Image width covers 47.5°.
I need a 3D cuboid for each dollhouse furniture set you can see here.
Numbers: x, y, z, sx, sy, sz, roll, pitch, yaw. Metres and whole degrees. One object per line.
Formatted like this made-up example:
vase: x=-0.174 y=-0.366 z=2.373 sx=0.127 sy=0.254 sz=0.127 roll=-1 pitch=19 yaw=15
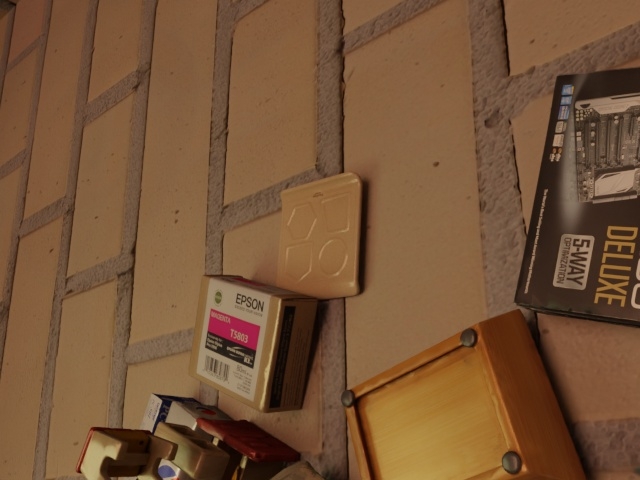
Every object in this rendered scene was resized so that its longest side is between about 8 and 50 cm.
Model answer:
dollhouse furniture set: x=-0.224 y=0.381 z=1.105 sx=0.152 sy=0.374 sz=0.201 roll=17 pitch=87 yaw=43

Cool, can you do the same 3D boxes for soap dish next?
soap dish: x=0.164 y=0.246 z=0.939 sx=0.291 sy=0.118 sz=0.229 roll=-35 pitch=54 yaw=34

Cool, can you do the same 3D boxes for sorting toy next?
sorting toy: x=0.000 y=0.000 z=1.258 sx=0.193 sy=0.038 sz=0.208 roll=-12 pitch=73 yaw=43

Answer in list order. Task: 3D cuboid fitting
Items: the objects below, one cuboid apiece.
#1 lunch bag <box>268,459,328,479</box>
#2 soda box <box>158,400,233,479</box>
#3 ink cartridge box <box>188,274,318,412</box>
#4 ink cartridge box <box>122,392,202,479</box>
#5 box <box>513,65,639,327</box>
lunch bag: x=-0.039 y=0.487 z=1.019 sx=0.287 sy=0.169 sz=0.235 roll=-45 pitch=45 yaw=-8
soda box: x=-0.254 y=0.443 z=1.312 sx=0.091 sy=0.098 sz=0.286 roll=20 pitch=90 yaw=47
ink cartridge box: x=-0.124 y=0.171 z=1.263 sx=0.234 sy=0.088 sz=0.193 roll=10 pitch=94 yaw=47
ink cartridge box: x=-0.303 y=0.398 z=1.377 sx=0.046 sy=0.097 sz=0.207 roll=17 pitch=89 yaw=47
box: x=0.378 y=-0.050 z=0.855 sx=0.242 sy=0.076 sz=0.308 roll=6 pitch=81 yaw=46
